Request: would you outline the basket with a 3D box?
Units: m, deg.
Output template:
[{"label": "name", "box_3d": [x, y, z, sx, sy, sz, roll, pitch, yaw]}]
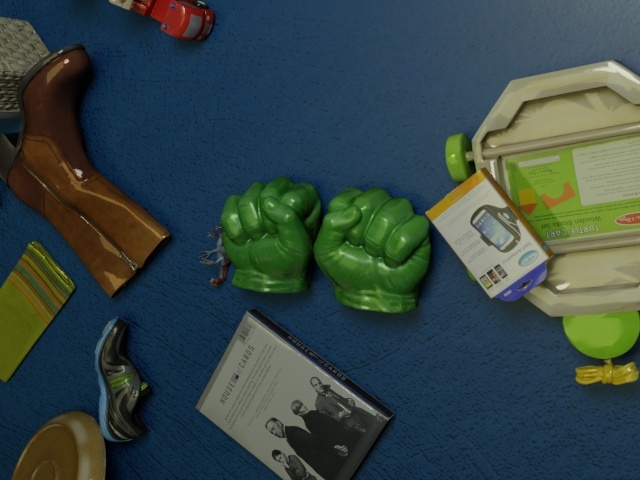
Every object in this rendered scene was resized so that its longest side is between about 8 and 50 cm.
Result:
[{"label": "basket", "box_3d": [-0.456, -0.242, 1.239, 0.103, 0.167, 0.113, -37, 84, 21]}]

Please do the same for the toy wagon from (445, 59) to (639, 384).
[{"label": "toy wagon", "box_3d": [0.288, -0.014, 0.982, 0.267, 0.068, 0.344, -8, 98, 27]}]

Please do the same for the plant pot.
[{"label": "plant pot", "box_3d": [-0.403, 0.367, 1.339, 0.236, 0.032, 0.236, -22, 55, 36]}]

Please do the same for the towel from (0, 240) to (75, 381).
[{"label": "towel", "box_3d": [-0.471, 0.115, 1.400, 0.102, 0.021, 0.237, 47, 116, 11]}]

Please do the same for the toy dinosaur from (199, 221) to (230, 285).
[{"label": "toy dinosaur", "box_3d": [-0.130, 0.022, 1.207, 0.090, 0.047, 0.082, -6, 117, 16]}]

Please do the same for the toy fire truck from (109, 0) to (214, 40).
[{"label": "toy fire truck", "box_3d": [-0.243, -0.313, 1.134, 0.192, 0.135, 0.047, 34, 113, 16]}]

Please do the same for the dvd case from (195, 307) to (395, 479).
[{"label": "dvd case", "box_3d": [-0.041, 0.229, 1.213, 0.238, 0.029, 0.179, 36, 114, 15]}]

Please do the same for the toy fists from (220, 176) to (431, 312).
[{"label": "toy fists", "box_3d": [0.000, 0.000, 1.108, 0.279, 0.096, 0.142, 8, 103, 25]}]

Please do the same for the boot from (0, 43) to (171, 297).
[{"label": "boot", "box_3d": [-0.316, -0.094, 1.240, 0.280, 0.096, 0.264, 45, 115, 10]}]

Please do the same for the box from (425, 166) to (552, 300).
[{"label": "box", "box_3d": [0.188, -0.002, 0.979, 0.081, 0.028, 0.136, -39, 85, 27]}]

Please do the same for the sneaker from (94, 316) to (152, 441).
[{"label": "sneaker", "box_3d": [-0.285, 0.202, 1.314, 0.078, 0.067, 0.188, -2, 99, 5]}]
